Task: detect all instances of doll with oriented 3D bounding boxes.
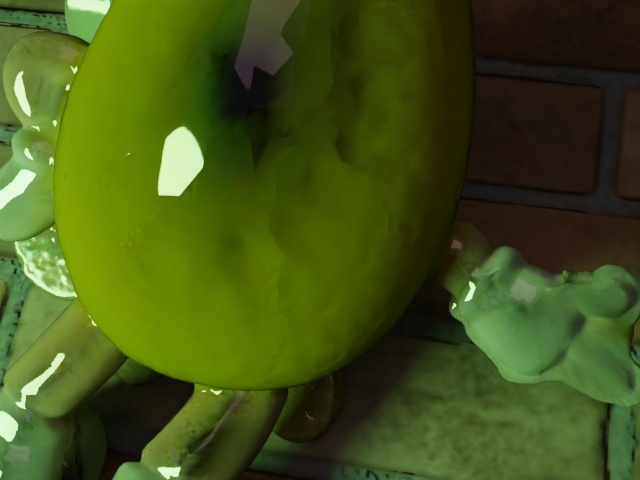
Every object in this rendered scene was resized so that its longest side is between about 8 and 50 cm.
[{"bbox_3d":[-0.033,0.016,0.506,0.423,0.161,0.348,-34,97,8],"label":"doll"}]

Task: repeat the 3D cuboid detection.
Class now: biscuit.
[{"bbox_3d":[-0.083,0.022,0.600,0.234,0.030,0.153,18,89,11],"label":"biscuit"}]

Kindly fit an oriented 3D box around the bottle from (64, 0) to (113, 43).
[{"bbox_3d":[-0.057,-0.142,0.613,0.201,0.072,0.072,10,69,13],"label":"bottle"}]
